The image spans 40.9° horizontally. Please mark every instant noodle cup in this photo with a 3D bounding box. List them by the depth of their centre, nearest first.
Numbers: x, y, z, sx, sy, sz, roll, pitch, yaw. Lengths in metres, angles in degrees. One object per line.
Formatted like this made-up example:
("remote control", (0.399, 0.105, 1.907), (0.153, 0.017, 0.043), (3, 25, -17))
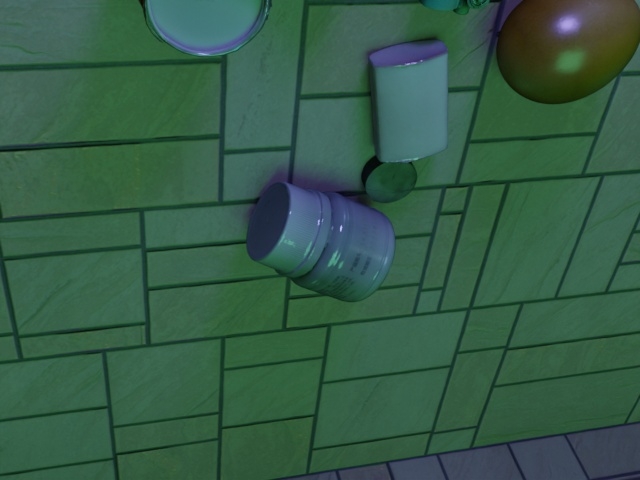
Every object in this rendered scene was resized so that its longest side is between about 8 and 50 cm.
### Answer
("instant noodle cup", (-0.222, -0.487, 1.573), (0.296, 0.214, 0.296), (-9, 134, -10))

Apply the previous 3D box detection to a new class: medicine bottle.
("medicine bottle", (0.000, 0.000, 2.072), (0.306, 0.245, 0.245), (21, 122, -30))

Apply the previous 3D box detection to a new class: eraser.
("eraser", (0.204, -0.312, 1.959), (0.174, 0.095, 0.270), (-14, 135, -6))

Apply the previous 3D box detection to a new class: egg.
("egg", (0.537, -0.431, 1.853), (0.322, 0.250, 0.250), (-26, 135, -6))

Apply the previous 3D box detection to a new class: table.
("table", (0.170, -0.157, 2.125), (0.133, 0.043, 0.133), (-9, 134, -10))

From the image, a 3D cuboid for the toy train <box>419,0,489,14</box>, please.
("toy train", (0.285, -0.575, 1.738), (0.159, 0.101, 0.248), (-3, 133, -19))
